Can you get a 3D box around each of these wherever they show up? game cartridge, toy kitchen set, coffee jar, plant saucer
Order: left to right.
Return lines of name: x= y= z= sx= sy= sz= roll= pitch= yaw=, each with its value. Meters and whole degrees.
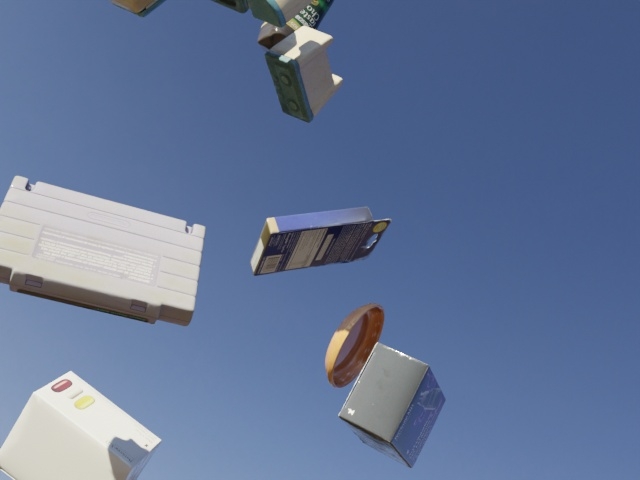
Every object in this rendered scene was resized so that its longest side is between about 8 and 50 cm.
game cartridge: x=-0.386 y=0.022 z=1.290 sx=0.354 sy=0.230 sz=0.068 roll=16 pitch=-45 yaw=-15
toy kitchen set: x=-0.101 y=-0.220 z=0.782 sx=0.207 sy=0.122 sz=0.166 roll=31 pitch=-25 yaw=32
coffee jar: x=-0.043 y=-0.406 z=1.340 sx=0.096 sy=0.185 sz=0.079 roll=36 pitch=-27 yaw=-31
plant saucer: x=0.069 y=0.220 z=1.574 sx=0.037 sy=0.200 sz=0.200 roll=27 pitch=-35 yaw=25

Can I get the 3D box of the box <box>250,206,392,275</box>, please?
box: x=0.000 y=0.000 z=1.276 sx=0.225 sy=0.037 sz=0.136 roll=-6 pitch=-31 yaw=-23

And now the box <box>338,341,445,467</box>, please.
box: x=0.135 y=0.302 z=1.339 sx=0.108 sy=0.153 sz=0.207 roll=21 pitch=-18 yaw=27

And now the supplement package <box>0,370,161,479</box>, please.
supplement package: x=-0.518 y=0.452 z=1.581 sx=0.261 sy=0.145 sz=0.204 roll=35 pitch=-76 yaw=5
